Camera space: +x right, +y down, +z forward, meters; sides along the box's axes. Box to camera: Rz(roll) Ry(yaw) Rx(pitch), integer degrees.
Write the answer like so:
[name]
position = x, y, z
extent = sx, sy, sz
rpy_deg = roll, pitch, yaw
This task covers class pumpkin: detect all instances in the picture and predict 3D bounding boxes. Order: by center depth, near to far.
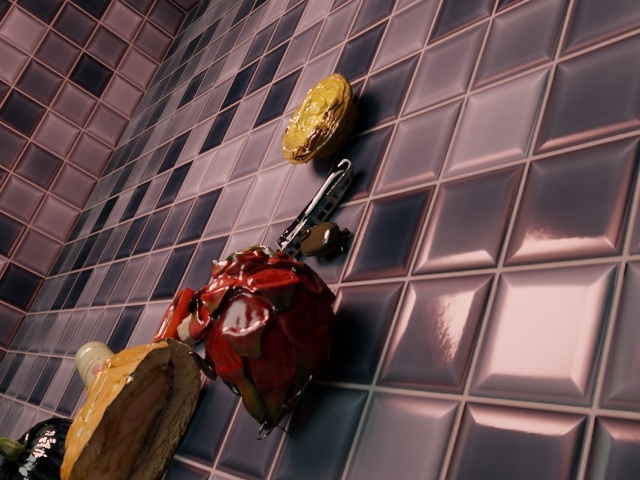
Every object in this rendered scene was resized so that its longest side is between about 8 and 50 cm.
[pumpkin]
position = -0.611, 0.484, 1.463
extent = 0.248, 0.248, 0.248
rpy_deg = -38, 33, 31

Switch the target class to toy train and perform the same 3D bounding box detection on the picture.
[toy train]
position = -0.005, -0.060, 1.262
extent = 0.208, 0.047, 0.043
rpy_deg = -52, 29, 8

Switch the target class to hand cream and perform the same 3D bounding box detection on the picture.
[hand cream]
position = -0.503, 0.335, 1.627
extent = 0.305, 0.093, 0.147
rpy_deg = 25, 83, 52

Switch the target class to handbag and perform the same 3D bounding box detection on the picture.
[handbag]
position = 0.000, 0.000, 1.193
extent = 0.111, 0.047, 0.072
rpy_deg = -15, 55, 52

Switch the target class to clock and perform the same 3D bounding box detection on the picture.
[clock]
position = -0.314, 0.188, 1.485
extent = 0.113, 0.061, 0.155
rpy_deg = -40, 26, 51

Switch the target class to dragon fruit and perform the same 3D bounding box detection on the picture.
[dragon fruit]
position = -0.075, 0.150, 1.026
extent = 0.233, 0.233, 0.293
rpy_deg = -13, 87, 53

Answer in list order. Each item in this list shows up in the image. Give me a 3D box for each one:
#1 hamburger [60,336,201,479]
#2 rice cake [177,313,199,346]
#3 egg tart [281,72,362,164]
[hamburger]
position = -0.363, 0.324, 1.321
extent = 0.330, 0.162, 0.209
rpy_deg = -62, 26, -5
[rice cake]
position = -0.198, 0.142, 1.363
extent = 0.256, 0.052, 0.057
rpy_deg = -33, 62, 37
[egg tart]
position = 0.004, -0.235, 1.383
extent = 0.212, 0.090, 0.213
rpy_deg = -37, 33, 29
